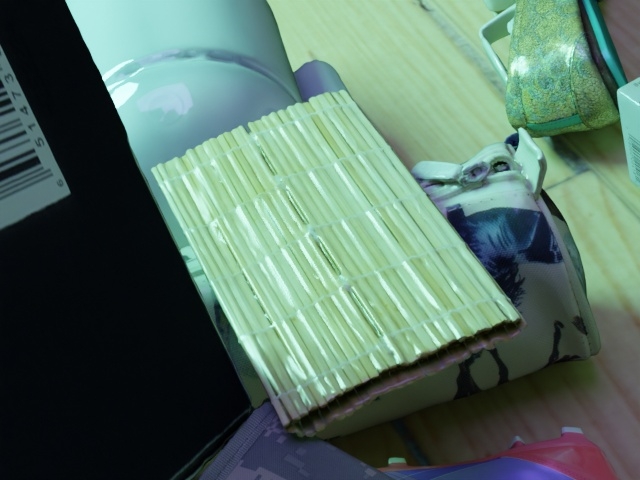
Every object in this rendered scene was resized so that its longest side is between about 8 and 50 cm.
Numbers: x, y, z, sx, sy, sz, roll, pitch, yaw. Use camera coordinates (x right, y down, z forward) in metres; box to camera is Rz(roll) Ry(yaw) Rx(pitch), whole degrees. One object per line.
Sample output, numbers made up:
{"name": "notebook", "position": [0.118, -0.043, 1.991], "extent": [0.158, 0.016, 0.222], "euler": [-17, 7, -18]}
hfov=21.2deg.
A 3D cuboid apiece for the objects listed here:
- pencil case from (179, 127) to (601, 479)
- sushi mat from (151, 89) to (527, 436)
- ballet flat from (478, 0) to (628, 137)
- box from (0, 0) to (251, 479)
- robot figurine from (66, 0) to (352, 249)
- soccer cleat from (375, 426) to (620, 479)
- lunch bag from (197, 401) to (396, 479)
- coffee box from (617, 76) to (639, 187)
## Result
{"name": "pencil case", "position": [-0.023, 0.053, 1.180], "extent": [0.410, 0.183, 0.160], "euler": [-17, 28, 1]}
{"name": "sushi mat", "position": [0.000, 0.000, 1.070], "extent": [0.151, 0.019, 0.316], "euler": [-24, 35, -6]}
{"name": "ballet flat", "position": [0.190, -0.208, 1.473], "extent": [0.123, 0.123, 0.348], "euler": [-9, 40, 9]}
{"name": "box", "position": [-0.376, 0.007, 0.954], "extent": [0.472, 0.480, 0.297], "euler": [-23, 6, 26]}
{"name": "robot figurine", "position": [-0.113, -0.098, 1.373], "extent": [0.300, 0.199, 0.353], "euler": [-5, 38, -9]}
{"name": "soccer cleat", "position": [0.071, 0.188, 1.076], "extent": [0.248, 0.083, 0.095], "euler": [-13, 44, 0]}
{"name": "lunch bag", "position": [-0.014, 0.273, 0.905], "extent": [0.235, 0.169, 0.287], "euler": [27, 55, 21]}
{"name": "coffee box", "position": [0.347, -0.050, 1.237], "extent": [0.141, 0.098, 0.246], "euler": [-29, 41, -14]}
